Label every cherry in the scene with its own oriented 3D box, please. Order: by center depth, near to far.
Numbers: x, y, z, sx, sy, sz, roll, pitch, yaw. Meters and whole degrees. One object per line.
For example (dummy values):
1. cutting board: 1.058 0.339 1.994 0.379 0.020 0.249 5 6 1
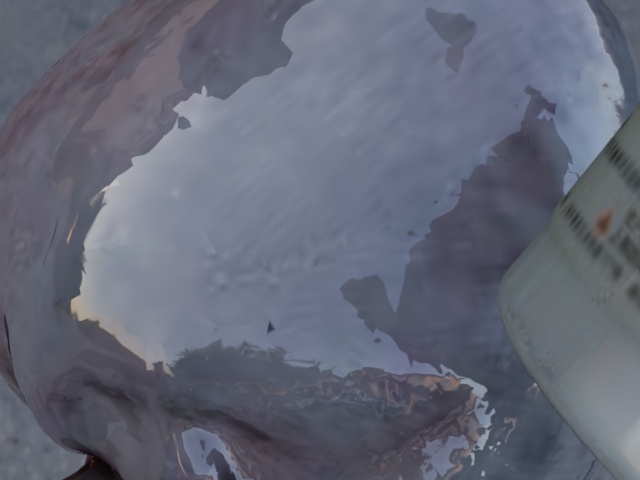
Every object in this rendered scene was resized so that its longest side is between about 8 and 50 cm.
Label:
1. cherry: 0.007 0.007 0.790 0.291 0.335 0.326 39 20 -50

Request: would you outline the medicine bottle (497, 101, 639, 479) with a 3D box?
1. medicine bottle: 0.211 0.003 0.530 0.238 0.232 0.238 35 13 -9
